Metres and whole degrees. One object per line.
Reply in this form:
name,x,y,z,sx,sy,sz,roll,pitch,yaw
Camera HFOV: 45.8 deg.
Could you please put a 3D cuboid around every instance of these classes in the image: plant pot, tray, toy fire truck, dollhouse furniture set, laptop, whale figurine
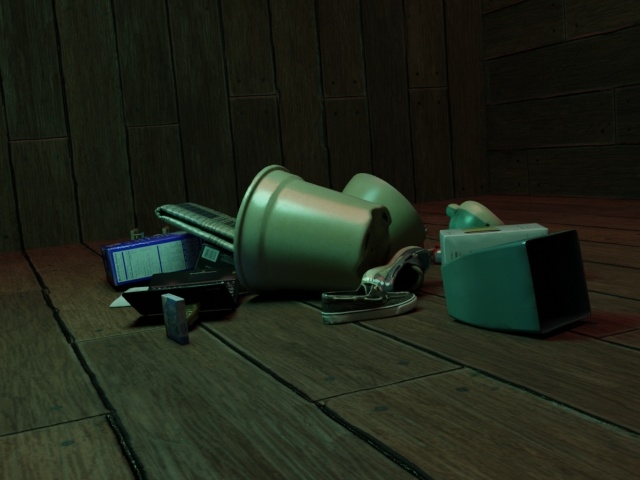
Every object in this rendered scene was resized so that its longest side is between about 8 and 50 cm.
plant pot,0.000,0.000,1.869,0.305,0.334,0.334,11,13,23
tray,-0.404,0.139,1.994,0.270,0.030,0.145,-4,6,2
toy fire truck,0.338,0.036,2.277,0.135,0.047,0.192,-3,8,14
plant pot,0.358,0.081,1.450,0.165,0.165,0.234,-10,1,-38
plant pot,0.140,-0.027,2.221,0.191,0.284,0.284,-47,24,-18
dollhouse furniture set,-0.607,0.024,2.664,0.129,0.129,0.184,-4,7,3
laptop,-0.320,0.094,1.801,0.234,0.136,0.264,-5,31,2
whale figurine,0.441,-0.013,2.232,0.141,0.216,0.272,-49,1,-9

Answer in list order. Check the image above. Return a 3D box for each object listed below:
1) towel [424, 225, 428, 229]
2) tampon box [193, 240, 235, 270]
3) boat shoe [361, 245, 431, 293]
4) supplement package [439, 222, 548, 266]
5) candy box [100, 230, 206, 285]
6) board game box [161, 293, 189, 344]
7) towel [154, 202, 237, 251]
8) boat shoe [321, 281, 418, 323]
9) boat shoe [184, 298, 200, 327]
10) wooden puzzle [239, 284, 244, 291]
towel,0.283,-0.024,2.871,0.209,0.034,0.285,-3,7,17
tampon box,-0.267,0.061,2.055,0.120,0.101,0.161,21,9,-3
boat shoe,0.200,0.084,1.785,0.092,0.103,0.285,6,16,34
supplement package,0.421,0.037,1.848,0.244,0.134,0.139,-4,6,4
candy box,-0.493,0.046,2.311,0.317,0.122,0.268,-10,5,-20
board game box,-0.292,0.157,1.521,0.020,0.090,0.090,-9,7,-29
towel,-0.269,-0.027,2.110,0.324,0.056,0.312,21,6,3
boat shoe,0.106,0.125,1.599,0.219,0.070,0.078,-7,8,-23
boat shoe,-0.292,0.169,1.647,0.056,0.048,0.153,-7,12,3
wooden puzzle,-0.212,0.108,1.953,0.116,0.014,0.078,-16,-34,-16
